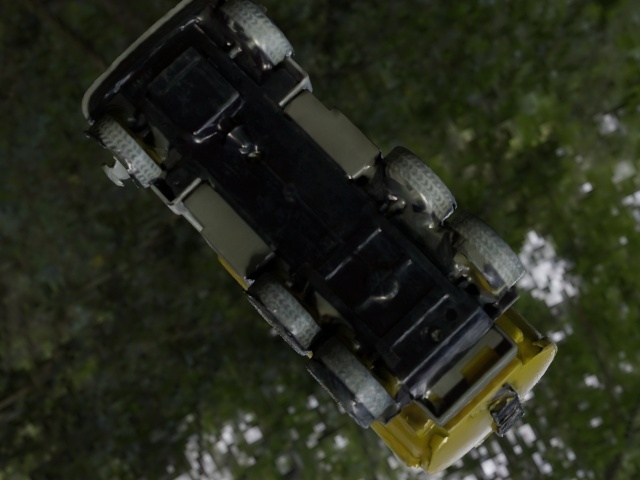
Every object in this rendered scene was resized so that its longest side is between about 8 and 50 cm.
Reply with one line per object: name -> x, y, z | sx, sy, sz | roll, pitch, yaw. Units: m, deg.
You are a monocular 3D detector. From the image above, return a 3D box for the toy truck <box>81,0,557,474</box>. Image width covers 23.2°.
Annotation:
toy truck -> 0.000, 0.000, 0.692 | 0.098, 0.227, 0.114 | -43, 164, -5
